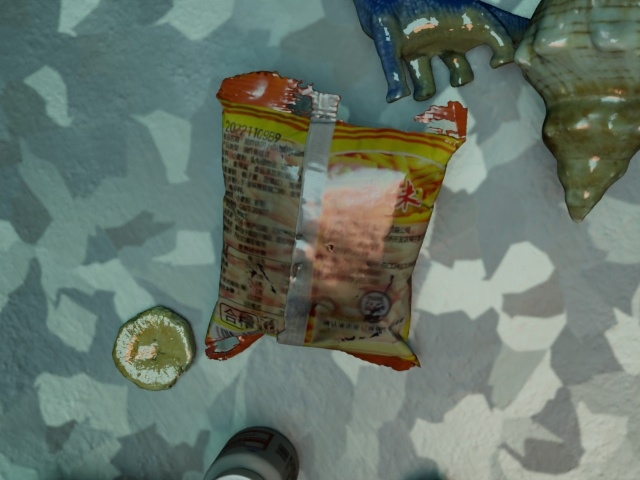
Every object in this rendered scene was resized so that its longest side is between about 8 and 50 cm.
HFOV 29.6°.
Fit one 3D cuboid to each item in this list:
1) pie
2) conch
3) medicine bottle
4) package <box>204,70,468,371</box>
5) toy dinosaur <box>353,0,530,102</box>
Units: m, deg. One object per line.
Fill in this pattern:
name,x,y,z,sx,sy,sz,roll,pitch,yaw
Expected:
pie,-0.163,0.106,1.187,0.084,0.020,0.085,0,95,4
conch,0.288,-0.198,1.022,0.169,0.203,0.386,35,102,32
medicine bottle,-0.067,0.228,1.127,0.079,0.140,0.079,1,96,7
package,0.007,0.000,1.097,0.223,0.108,0.288,7,116,4
toy dinosaur,0.100,-0.228,1.097,0.247,0.075,0.188,-18,91,-1
